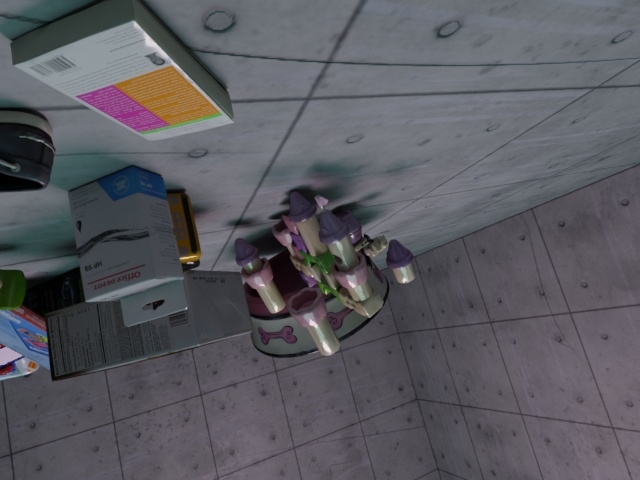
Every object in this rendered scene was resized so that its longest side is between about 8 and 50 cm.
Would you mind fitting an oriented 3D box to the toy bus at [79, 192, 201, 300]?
[{"bbox_3d":[-0.315,0.027,0.709,0.130,0.108,0.332,-5,167,-37],"label":"toy bus"}]

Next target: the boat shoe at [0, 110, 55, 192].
[{"bbox_3d":[-0.333,-0.057,0.342,0.206,0.065,0.075,-12,170,-14],"label":"boat shoe"}]

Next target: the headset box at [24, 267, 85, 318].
[{"bbox_3d":[-0.510,0.147,1.002,0.283,0.131,0.246,-18,169,22],"label":"headset box"}]

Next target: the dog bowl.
[{"bbox_3d":[-0.030,0.126,1.136,0.408,0.150,0.408,-21,-162,7],"label":"dog bowl"}]

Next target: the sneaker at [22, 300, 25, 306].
[{"bbox_3d":[-0.813,0.220,1.070,0.270,0.090,0.145,-19,167,5],"label":"sneaker"}]

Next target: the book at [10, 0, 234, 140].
[{"bbox_3d":[-0.147,-0.127,0.341,0.096,0.035,0.144,-14,170,11],"label":"book"}]

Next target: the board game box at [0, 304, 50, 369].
[{"bbox_3d":[-0.618,0.185,0.859,0.145,0.027,0.281,-19,129,25],"label":"board game box"}]

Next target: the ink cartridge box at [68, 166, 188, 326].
[{"bbox_3d":[-0.241,0.012,0.525,0.104,0.180,0.060,-18,170,13],"label":"ink cartridge box"}]

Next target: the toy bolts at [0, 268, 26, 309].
[{"bbox_3d":[-0.557,0.098,0.545,0.158,0.218,0.228,-10,152,4],"label":"toy bolts"}]

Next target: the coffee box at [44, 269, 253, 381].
[{"bbox_3d":[-0.295,0.146,0.727,0.297,0.119,0.168,-17,170,18],"label":"coffee box"}]

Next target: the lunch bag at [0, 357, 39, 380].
[{"bbox_3d":[-0.995,0.348,1.236,0.303,0.115,0.243,-10,-169,-28],"label":"lunch bag"}]

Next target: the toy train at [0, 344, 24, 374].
[{"bbox_3d":[-0.887,0.290,1.121,0.143,0.105,0.248,20,-153,31],"label":"toy train"}]

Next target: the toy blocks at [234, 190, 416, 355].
[{"bbox_3d":[0.000,0.000,0.835,0.309,0.260,0.288,-36,-152,-21],"label":"toy blocks"}]
